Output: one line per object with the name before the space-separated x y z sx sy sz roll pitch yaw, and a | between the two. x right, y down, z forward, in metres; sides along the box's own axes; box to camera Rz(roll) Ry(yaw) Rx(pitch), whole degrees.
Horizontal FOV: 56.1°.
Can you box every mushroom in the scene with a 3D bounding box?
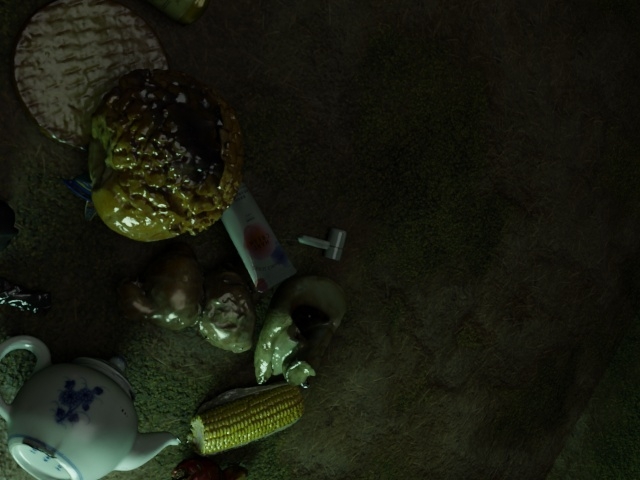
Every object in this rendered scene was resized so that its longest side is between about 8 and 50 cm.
mushroom | -0.085 0.216 1.465 0.212 0.217 0.292 49 36 -26

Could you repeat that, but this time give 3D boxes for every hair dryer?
hair dryer | 0.000 0.000 1.589 0.137 0.047 0.082 14 91 -26

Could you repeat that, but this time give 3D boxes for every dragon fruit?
dragon fruit | -0.269 0.595 1.490 0.246 0.125 0.125 6 126 -52

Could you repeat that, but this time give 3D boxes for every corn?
corn | -0.184 0.447 1.517 0.305 0.122 0.123 -12 131 -28

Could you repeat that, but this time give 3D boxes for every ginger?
ginger | -0.273 0.123 1.369 0.375 0.176 0.256 9 76 -31

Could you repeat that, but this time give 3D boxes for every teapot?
teapot | -0.488 0.345 1.240 0.424 0.252 0.280 37 42 -9

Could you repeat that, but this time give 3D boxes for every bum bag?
bum bag | -0.611 0.115 1.225 0.124 0.034 0.058 25 94 -33

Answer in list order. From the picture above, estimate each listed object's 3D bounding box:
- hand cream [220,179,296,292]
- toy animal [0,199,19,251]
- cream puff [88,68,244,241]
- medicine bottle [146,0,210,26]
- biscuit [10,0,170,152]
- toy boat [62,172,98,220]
hand cream | -0.176 -0.051 1.385 0.124 0.077 0.341 -29 88 -42
toy animal | -0.716 -0.027 1.049 0.343 0.168 0.106 0 101 -47
cream puff | -0.298 -0.169 1.189 0.327 0.231 0.343 46 58 -28
medicine bottle | -0.336 -0.546 1.231 0.239 0.124 0.124 30 82 -33
biscuit | -0.462 -0.339 1.234 0.317 0.040 0.318 -7 103 -33
toy boat | -0.462 -0.079 1.265 0.175 0.091 0.110 27 112 -30
